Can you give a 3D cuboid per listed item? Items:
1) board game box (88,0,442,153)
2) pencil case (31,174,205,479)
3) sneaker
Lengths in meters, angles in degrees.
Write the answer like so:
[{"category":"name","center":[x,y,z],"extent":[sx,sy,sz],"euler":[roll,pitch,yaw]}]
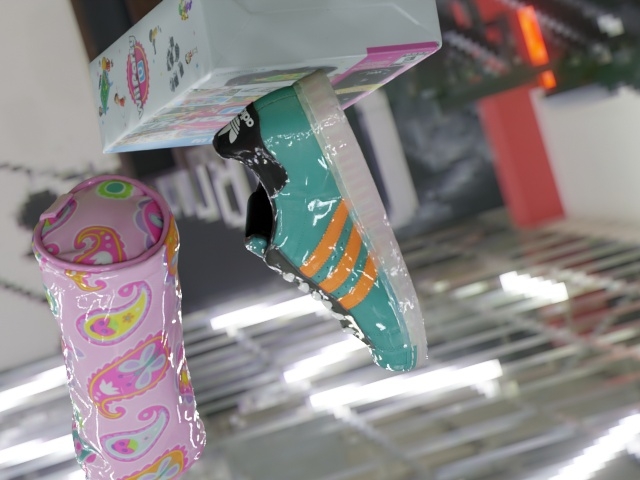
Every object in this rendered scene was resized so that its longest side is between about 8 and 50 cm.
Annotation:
[{"category":"board game box","center":[-0.058,-0.167,1.797],"extent":[0.224,0.097,0.303],"euler":[-7,173,-24]},{"category":"pencil case","center":[-0.165,0.084,1.622],"extent":[0.124,0.284,0.124],"euler":[-1,-136,1]},{"category":"sneaker","center":[0.000,0.000,1.693],"extent":[0.121,0.302,0.108],"euler":[-23,-150,0]}]
